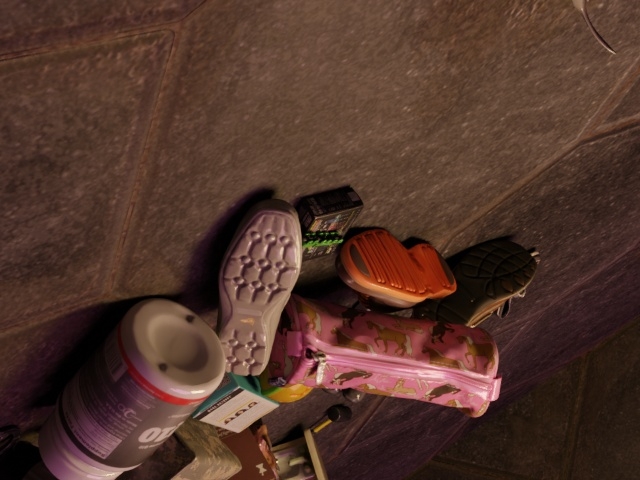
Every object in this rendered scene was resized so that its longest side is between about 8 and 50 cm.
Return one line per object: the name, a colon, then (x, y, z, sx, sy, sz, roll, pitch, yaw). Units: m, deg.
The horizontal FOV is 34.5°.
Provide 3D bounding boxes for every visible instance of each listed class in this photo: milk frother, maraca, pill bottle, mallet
milk frother: (-0.433, 0.353, 1.551, 0.143, 0.134, 0.129, 7, 104, -62)
maraca: (-0.058, 0.238, 1.877, 0.127, 0.099, 0.185, -34, -177, -6)
pill bottle: (-0.274, 0.225, 1.464, 0.161, 0.161, 0.283, -3, 144, -51)
mallet: (-0.002, 0.453, 2.483, 0.189, 0.039, 0.062, -41, 154, 30)

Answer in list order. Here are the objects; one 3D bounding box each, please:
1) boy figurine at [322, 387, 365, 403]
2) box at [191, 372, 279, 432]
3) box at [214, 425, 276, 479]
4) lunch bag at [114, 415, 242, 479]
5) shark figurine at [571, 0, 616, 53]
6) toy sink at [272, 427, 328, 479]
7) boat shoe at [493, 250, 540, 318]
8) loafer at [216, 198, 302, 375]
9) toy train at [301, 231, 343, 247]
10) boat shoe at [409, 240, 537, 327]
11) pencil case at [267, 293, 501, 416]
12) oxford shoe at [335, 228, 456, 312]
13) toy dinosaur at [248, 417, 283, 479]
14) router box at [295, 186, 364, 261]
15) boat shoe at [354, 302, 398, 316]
boy figurine: (0.060, 0.232, 1.933, 0.285, 0.177, 0.092, 93, 19, -72)
box: (-0.162, 0.288, 1.879, 0.100, 0.060, 0.244, -34, 158, 3)
box: (-0.226, 0.467, 2.027, 0.168, 0.167, 0.203, -13, 151, -38)
lunch bag: (-0.317, 0.415, 1.797, 0.287, 0.169, 0.235, -39, 158, 3)
shark figurine: (0.357, -0.332, 1.219, 0.166, 0.116, 0.278, -17, 151, -31)
toy sink: (-0.054, 0.562, 2.446, 0.131, 0.153, 0.234, -18, 155, -2)
boat shoe: (0.436, 0.100, 2.285, 0.075, 0.065, 0.206, -15, 152, -36)
loafer: (-0.092, 0.057, 1.451, 0.112, 0.111, 0.319, 12, 131, -9)
toy train: (0.000, 0.000, 1.450, 0.023, 0.017, 0.083, -36, 159, 34)
boat shoe: (0.283, 0.108, 1.997, 0.324, 0.122, 0.120, -28, 160, -32)
pencil case: (0.106, 0.191, 1.700, 0.386, 0.167, 0.160, 11, 139, -19)
oxford shoe: (0.105, 0.073, 1.712, 0.132, 0.130, 0.363, -33, 158, 21)
toy dinosaur: (-0.123, 0.515, 2.203, 0.200, 0.296, 0.127, 0, -138, 51)
router box: (-0.004, -0.019, 1.481, 0.092, 0.038, 0.122, -16, 152, -37)
boat shoe: (0.123, 0.194, 2.020, 0.109, 0.094, 0.302, -32, 158, -1)
